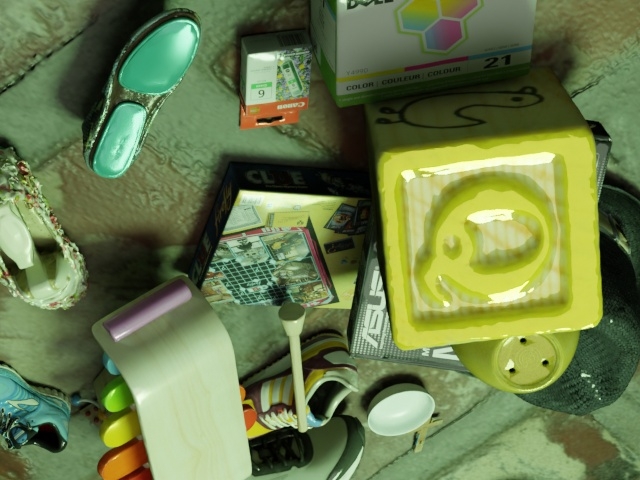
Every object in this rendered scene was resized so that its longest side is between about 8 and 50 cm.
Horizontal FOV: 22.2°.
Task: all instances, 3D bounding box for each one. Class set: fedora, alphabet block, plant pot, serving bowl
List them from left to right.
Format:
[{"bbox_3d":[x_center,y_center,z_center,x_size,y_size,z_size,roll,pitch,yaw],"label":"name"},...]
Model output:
[{"bbox_3d":[0.093,0.197,1.948,0.083,0.027,0.083,-10,137,-10],"label":"serving bowl"},{"bbox_3d":[0.142,-0.033,1.476,0.192,0.197,0.193,-8,111,0],"label":"alphabet block"},{"bbox_3d":[0.193,0.096,1.583,0.134,0.095,0.134,-1,112,-2],"label":"plant pot"},{"bbox_3d":[0.260,0.091,1.808,0.334,0.152,0.334,-11,138,-10],"label":"fedora"}]

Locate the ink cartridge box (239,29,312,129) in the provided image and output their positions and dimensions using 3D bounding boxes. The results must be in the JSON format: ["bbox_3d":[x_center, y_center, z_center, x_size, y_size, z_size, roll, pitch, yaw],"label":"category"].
[{"bbox_3d":[-0.043,-0.143,1.535,0.062,0.029,0.115,-9,137,-13],"label":"ink cartridge box"}]

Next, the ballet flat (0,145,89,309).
[{"bbox_3d":[-0.284,0.009,1.567,0.091,0.077,0.241,-22,139,1],"label":"ballet flat"}]

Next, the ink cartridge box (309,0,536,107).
[{"bbox_3d":[0.090,-0.254,1.419,0.188,0.097,0.255,-11,138,-9],"label":"ink cartridge box"}]

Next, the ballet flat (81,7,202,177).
[{"bbox_3d":[-0.166,-0.144,1.463,0.070,0.070,0.188,15,124,-33],"label":"ballet flat"}]

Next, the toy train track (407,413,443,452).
[{"bbox_3d":[0.124,0.234,2.012,0.048,0.014,0.083,-14,144,-18],"label":"toy train track"}]

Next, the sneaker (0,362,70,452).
[{"bbox_3d":[-0.327,0.182,1.735,0.162,0.073,0.063,24,123,-38],"label":"sneaker"}]

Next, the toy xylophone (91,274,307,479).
[{"bbox_3d":[-0.126,0.173,1.720,0.236,0.081,0.323,-24,138,-28],"label":"toy xylophone"}]

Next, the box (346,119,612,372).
[{"bbox_3d":[0.153,0.000,1.628,0.216,0.060,0.270,8,110,-7],"label":"box"}]

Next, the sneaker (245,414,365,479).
[{"bbox_3d":[-0.074,0.274,1.916,0.271,0.100,0.108,-24,133,5],"label":"sneaker"}]

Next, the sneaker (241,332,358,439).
[{"bbox_3d":[-0.037,0.185,1.843,0.185,0.084,0.069,-41,134,21],"label":"sneaker"}]

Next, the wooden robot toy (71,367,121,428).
[{"bbox_3d":[-0.204,0.169,1.765,0.076,0.079,0.173,16,127,-34],"label":"wooden robot toy"}]

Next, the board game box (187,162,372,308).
[{"bbox_3d":[0.000,0.000,1.693,0.243,0.042,0.165,4,133,-24],"label":"board game box"}]
